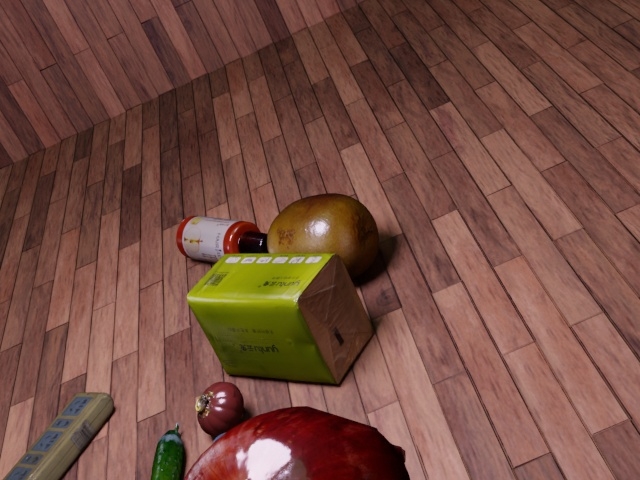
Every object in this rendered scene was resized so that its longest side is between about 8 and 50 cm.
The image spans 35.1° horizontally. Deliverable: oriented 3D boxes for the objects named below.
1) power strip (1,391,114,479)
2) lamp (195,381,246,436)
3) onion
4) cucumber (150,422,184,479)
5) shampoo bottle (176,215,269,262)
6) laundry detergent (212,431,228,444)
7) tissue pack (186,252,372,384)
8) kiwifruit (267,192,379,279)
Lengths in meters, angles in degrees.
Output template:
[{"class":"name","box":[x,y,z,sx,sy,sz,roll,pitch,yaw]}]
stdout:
[{"class":"power strip","box":[-0.536,0.432,1.926,0.092,0.066,0.387,-5,36,37]},{"class":"lamp","box":[-0.180,0.304,1.826,0.101,0.090,0.101,-34,45,43]},{"class":"onion","box":[-0.018,0.379,1.359,0.341,0.341,0.341,-19,30,12]},{"class":"cucumber","box":[-0.271,0.404,1.773,0.056,0.056,0.250,-20,31,10]},{"class":"shampoo bottle","box":[-0.206,0.003,2.308,0.278,0.104,0.104,7,43,44]},{"class":"laundry detergent","box":[-0.149,0.406,1.669,0.096,0.061,0.206,-9,34,13]},{"class":"tissue pack","box":[-0.076,0.141,1.891,0.274,0.200,0.167,0,37,39]},{"class":"kiwifruit","box":[0.000,0.000,2.071,0.234,0.196,0.196,-4,36,33]}]
